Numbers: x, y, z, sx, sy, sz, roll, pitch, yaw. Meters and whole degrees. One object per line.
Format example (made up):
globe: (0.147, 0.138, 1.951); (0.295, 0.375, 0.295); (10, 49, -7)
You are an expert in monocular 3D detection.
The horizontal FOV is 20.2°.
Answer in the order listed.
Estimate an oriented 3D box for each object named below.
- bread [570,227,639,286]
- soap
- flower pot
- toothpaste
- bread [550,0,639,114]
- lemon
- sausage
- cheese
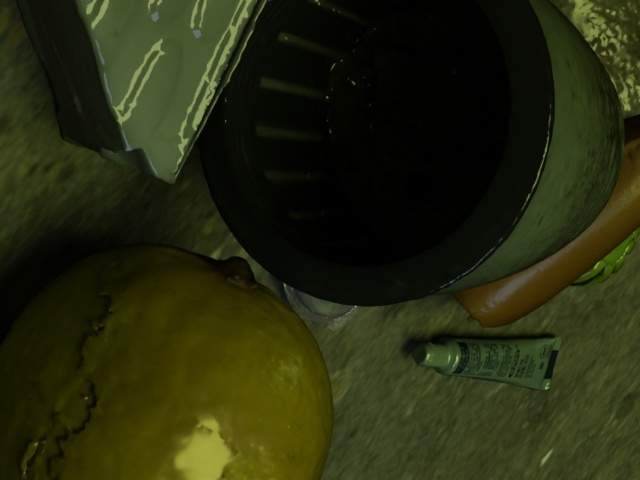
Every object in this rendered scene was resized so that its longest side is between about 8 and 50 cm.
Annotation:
bread: (0.274, -0.018, 1.817); (0.130, 0.071, 0.139); (10, 103, -45)
soap: (-0.192, -0.200, 1.309); (0.302, 0.159, 0.258); (22, 99, -39)
flower pot: (0.099, -0.097, 1.476); (0.330, 0.293, 0.294); (0, 112, -65)
toothpaste: (0.171, 0.121, 1.819); (0.216, 0.037, 0.062); (7, 105, -44)
bread: (0.288, -0.223, 1.689); (0.337, 0.102, 0.183); (-33, 111, -17)
lemon: (-0.135, 0.151, 1.428); (0.297, 0.297, 0.297); (-17, 119, -32)
sausage: (0.256, -0.039, 1.702); (0.328, 0.112, 0.112); (-40, 133, 13)
cheese: (0.000, 0.000, 1.623); (0.105, 0.042, 0.191); (-38, 126, -22)
